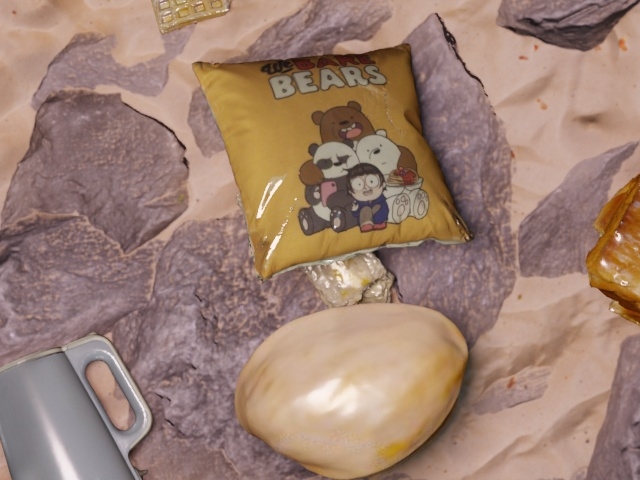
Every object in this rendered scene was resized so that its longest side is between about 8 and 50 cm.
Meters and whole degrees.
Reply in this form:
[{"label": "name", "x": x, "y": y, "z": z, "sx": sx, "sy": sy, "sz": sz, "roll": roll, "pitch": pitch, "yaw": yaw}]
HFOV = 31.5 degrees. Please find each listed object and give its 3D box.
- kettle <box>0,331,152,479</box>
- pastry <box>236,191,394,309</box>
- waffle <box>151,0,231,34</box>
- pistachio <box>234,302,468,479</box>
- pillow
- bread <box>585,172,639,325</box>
[{"label": "kettle", "x": -0.333, "y": 0.263, "z": 1.548, "sx": 0.210, "sy": 0.160, "sz": 0.243, "roll": -22, "pitch": 82, "yaw": -14}, {"label": "pastry", "x": -0.006, "y": 0.002, "z": 1.540, "sx": 0.121, "sy": 0.089, "sz": 0.258, "roll": -37, "pitch": 84, "yaw": 11}, {"label": "waffle", "x": -0.172, "y": -0.349, "z": 1.584, "sx": 0.135, "sy": 0.021, "sz": 0.092, "roll": -15, "pitch": 87, "yaw": 6}, {"label": "pistachio", "x": 0.044, "y": 0.193, "z": 1.470, "sx": 0.309, "sy": 0.230, "sz": 0.230, "roll": -22, "pitch": 88, "yaw": -1}, {"label": "pillow", "x": 0.018, "y": -0.113, "z": 1.469, "sx": 0.310, "sy": 0.119, "sz": 0.312, "roll": -11, "pitch": 70, "yaw": -17}, {"label": "bread", "x": 0.510, "y": 0.057, "z": 1.463, "sx": 0.344, "sy": 0.149, "sz": 0.195, "roll": 32, "pitch": 82, "yaw": 5}]
